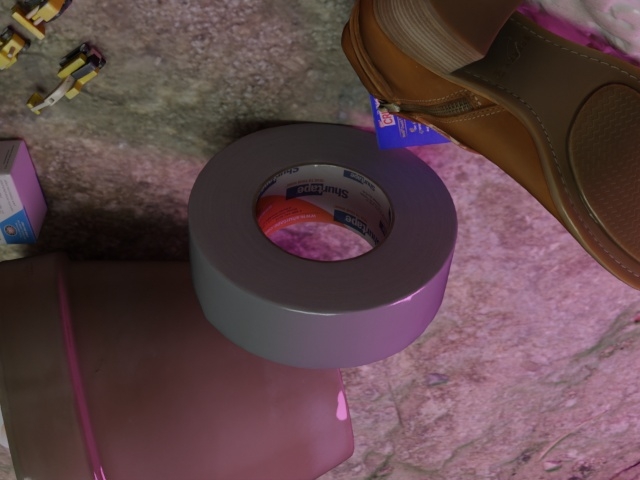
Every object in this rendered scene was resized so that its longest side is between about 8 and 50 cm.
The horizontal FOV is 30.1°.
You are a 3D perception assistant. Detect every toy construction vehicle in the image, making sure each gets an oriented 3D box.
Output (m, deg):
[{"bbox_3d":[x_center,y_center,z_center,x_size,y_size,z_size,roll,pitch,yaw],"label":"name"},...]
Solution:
[{"bbox_3d":[-0.227,-0.152,0.971,0.098,0.035,0.086,-27,128,27],"label":"toy construction vehicle"}]

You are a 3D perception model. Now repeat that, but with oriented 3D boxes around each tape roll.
[{"bbox_3d":[0.000,0.000,0.980,0.219,0.219,0.072,5,135,-1],"label":"tape roll"}]

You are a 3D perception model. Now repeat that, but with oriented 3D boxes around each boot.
[{"bbox_3d":[0.128,-0.077,0.832,0.283,0.109,0.220,41,170,-10],"label":"boot"}]

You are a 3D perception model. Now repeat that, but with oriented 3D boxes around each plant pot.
[{"bbox_3d":[-0.127,0.142,1.108,0.280,0.323,0.323,-15,135,-6],"label":"plant pot"}]

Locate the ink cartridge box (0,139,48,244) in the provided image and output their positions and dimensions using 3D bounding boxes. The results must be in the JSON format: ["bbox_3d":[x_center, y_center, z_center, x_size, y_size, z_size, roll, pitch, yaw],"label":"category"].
[{"bbox_3d":[-0.322,-0.041,1.079,0.122,0.052,0.088,-1,135,7],"label":"ink cartridge box"}]

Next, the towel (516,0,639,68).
[{"bbox_3d":[0.195,-0.144,0.756,0.317,0.053,0.332,38,171,-16],"label":"towel"}]

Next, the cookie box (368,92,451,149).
[{"bbox_3d":[0.094,-0.125,0.973,0.107,0.040,0.092,-5,134,8],"label":"cookie box"}]

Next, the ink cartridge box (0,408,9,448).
[{"bbox_3d":[-0.346,0.169,1.302,0.179,0.045,0.145,18,133,-17],"label":"ink cartridge box"}]
